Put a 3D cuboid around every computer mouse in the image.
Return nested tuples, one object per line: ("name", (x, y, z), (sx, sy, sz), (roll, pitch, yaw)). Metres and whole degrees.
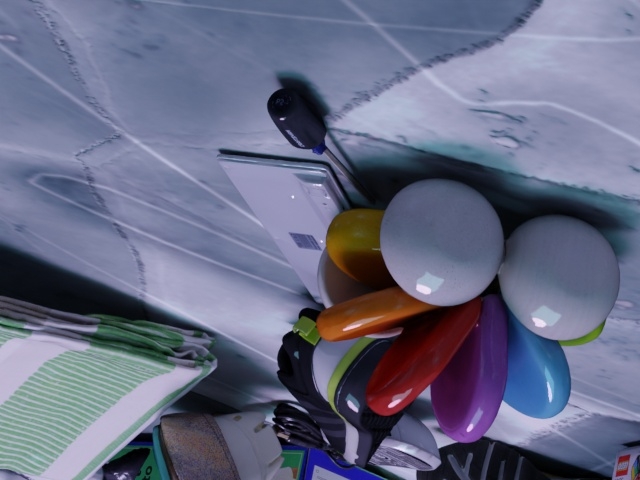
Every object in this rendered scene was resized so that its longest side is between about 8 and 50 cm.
("computer mouse", (0.042, 0.167, 1.715), (0.106, 0.042, 0.193), (30, 161, -29))

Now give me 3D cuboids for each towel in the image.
("towel", (-0.277, 0.118, 1.579), (0.325, 0.038, 0.248), (13, 142, -34))

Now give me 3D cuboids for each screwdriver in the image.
("screwdriver", (0.002, -0.048, 1.150), (0.025, 0.024, 0.170), (-21, 156, 7))

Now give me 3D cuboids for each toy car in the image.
("toy car", (0.083, 0.051, 1.191), (0.182, 0.136, 0.159), (16, 161, -16))

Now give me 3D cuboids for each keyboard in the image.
("keyboard", (0.000, 0.000, 1.307), (0.072, 0.014, 0.256), (13, 162, 19))

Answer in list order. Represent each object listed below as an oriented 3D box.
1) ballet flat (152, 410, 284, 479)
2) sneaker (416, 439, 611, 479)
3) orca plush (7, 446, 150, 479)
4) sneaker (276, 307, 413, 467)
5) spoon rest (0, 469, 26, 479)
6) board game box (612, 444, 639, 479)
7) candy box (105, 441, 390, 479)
("ballet flat", (-0.089, 0.186, 1.721), (0.106, 0.107, 0.316), (-21, -178, -6))
("sneaker", (0.171, 0.234, 1.753), (0.209, 0.081, 0.094), (20, 163, -19))
("orca plush", (-0.279, 0.124, 1.756), (0.287, 0.102, 0.151), (27, 128, -14))
("sneaker", (0.017, 0.101, 1.522), (0.097, 0.084, 0.234), (34, 165, 14))
("spoon rest", (-0.337, 0.305, 2.347), (0.276, 0.084, 0.137), (-17, 149, 33))
("board game box", (0.412, 0.223, 1.594), (0.305, 0.053, 0.193), (21, 160, -20))
("candy box", (-0.047, 0.296, 2.019), (0.317, 0.122, 0.268), (-6, 155, 43))
